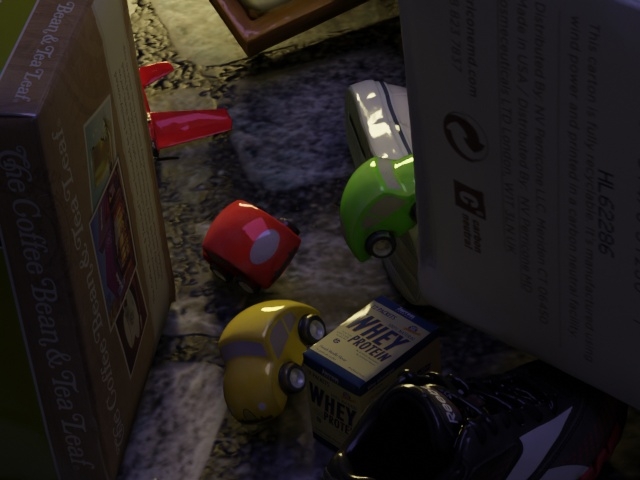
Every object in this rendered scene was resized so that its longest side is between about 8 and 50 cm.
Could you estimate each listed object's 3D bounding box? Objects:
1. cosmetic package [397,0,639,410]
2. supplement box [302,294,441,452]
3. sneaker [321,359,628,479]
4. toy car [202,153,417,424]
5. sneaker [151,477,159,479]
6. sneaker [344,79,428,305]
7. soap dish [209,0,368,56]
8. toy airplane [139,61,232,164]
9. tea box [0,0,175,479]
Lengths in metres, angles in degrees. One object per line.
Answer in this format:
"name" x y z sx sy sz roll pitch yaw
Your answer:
"cosmetic package" 0.299 -0.119 1.246 0.327 0.329 0.393 26 49 33
"supplement box" 0.038 0.100 1.335 0.056 0.083 0.083 29 50 36
"sneaker" 0.102 0.134 1.247 0.276 0.135 0.097 -30 43 -28
"toy car" 0.000 0.000 1.396 0.225 0.053 0.239 -36 33 16
"sneaker" -0.129 0.255 1.182 0.094 0.090 0.235 -16 35 8
"sneaker" 0.084 -0.050 1.507 0.091 0.094 0.258 -6 42 -8
"soap dish" -0.009 -0.314 1.764 0.291 0.118 0.229 -28 70 -20
"toy airplane" -0.154 -0.113 1.667 0.151 0.028 0.151 -5 39 4
"tea box" -0.294 -0.019 1.332 0.323 0.329 0.220 3 39 9
